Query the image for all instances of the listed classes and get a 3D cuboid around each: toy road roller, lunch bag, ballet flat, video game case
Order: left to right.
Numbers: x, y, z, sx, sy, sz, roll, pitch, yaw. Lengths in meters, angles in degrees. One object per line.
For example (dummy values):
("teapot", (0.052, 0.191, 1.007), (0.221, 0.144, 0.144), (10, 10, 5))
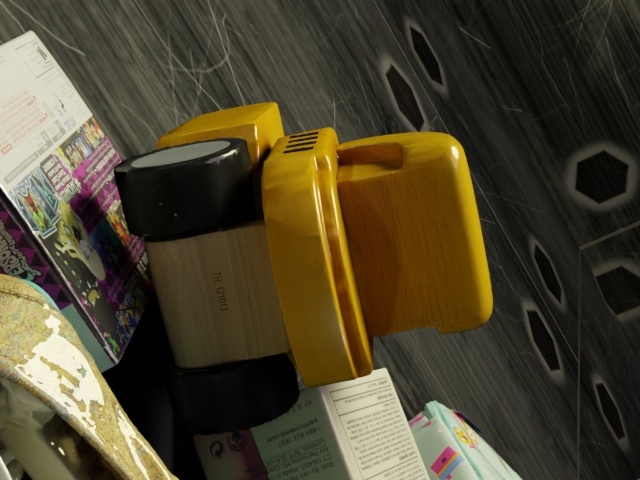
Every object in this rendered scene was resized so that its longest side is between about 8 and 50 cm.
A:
("video game case", (-0.190, -0.035, 0.783), (0.210, 0.042, 0.232), (58, 12, -15))
("ballet flat", (-0.127, 0.179, 0.658), (0.348, 0.123, 0.123), (55, 23, -8))
("toy road roller", (0.000, 0.000, 0.862), (0.329, 0.241, 0.202), (-77, 156, -76))
("lunch bag", (0.173, 0.297, 1.100), (0.224, 0.108, 0.279), (43, 10, -29))

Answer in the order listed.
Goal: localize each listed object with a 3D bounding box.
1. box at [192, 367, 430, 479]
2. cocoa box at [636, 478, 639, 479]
("box", (0.017, 0.235, 0.896), (0.149, 0.127, 0.232), (4, 63, -65))
("cocoa box", (0.325, 0.476, 1.186), (0.231, 0.228, 0.347), (52, 26, -29))
